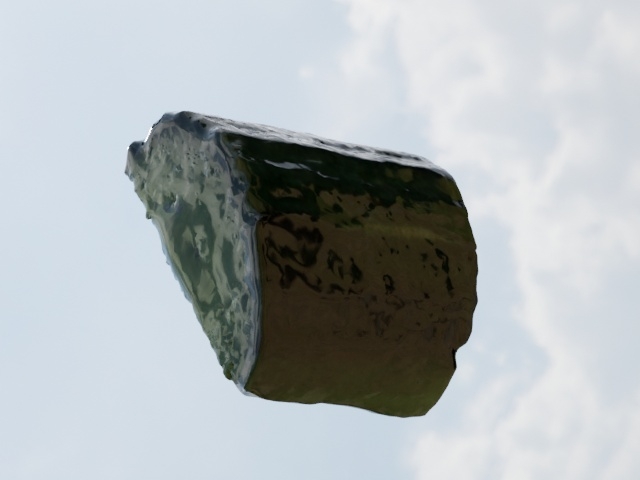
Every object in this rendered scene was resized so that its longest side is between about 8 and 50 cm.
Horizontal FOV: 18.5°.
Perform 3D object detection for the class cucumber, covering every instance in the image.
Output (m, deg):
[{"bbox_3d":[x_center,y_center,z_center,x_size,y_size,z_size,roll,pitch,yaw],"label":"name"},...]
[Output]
[{"bbox_3d":[0.000,0.000,0.688,0.115,0.116,0.062,8,-52,-39],"label":"cucumber"}]
